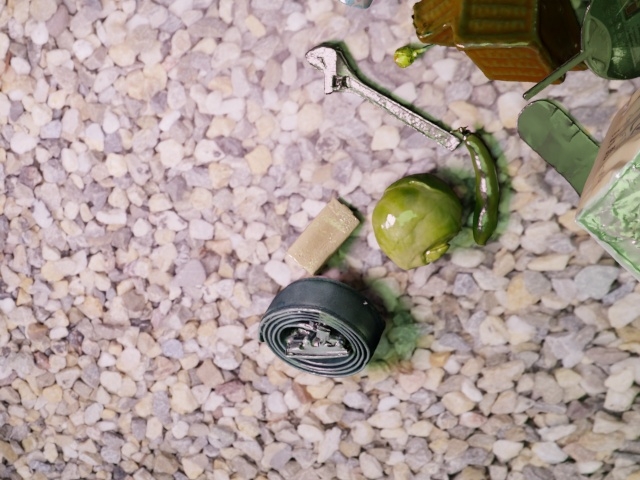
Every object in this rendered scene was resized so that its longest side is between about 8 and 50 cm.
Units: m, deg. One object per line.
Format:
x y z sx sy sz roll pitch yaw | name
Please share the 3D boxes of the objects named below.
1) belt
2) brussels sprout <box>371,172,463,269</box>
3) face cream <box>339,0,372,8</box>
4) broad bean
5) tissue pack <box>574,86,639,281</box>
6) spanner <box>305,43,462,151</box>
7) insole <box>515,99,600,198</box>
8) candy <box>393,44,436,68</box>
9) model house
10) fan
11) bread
-0.008 0.175 2.152 0.267 0.116 0.206 -14 126 41 | belt
0.166 -0.039 1.985 0.145 0.131 0.183 35 127 -18 | brussels sprout
0.091 -0.500 1.832 0.075 0.075 0.229 32 125 11 | face cream
0.282 -0.096 1.948 0.069 0.039 0.227 -7 109 23 | broad bean
0.563 -0.060 1.585 0.331 0.405 0.205 41 121 0 | tissue pack
0.110 -0.252 1.973 0.325 0.026 0.093 32 123 9 | spanner
0.465 -0.100 1.869 0.348 0.009 0.119 46 124 1 | insole
0.182 -0.331 1.898 0.122 0.035 0.035 -19 114 24 | candy
0.267 -0.322 1.725 0.267 0.239 0.174 5 116 24 | model house
0.437 -0.329 1.632 0.012 0.294 0.223 51 146 46 | fan
0.007 -0.005 2.144 0.077 0.105 0.152 44 93 3 | bread
